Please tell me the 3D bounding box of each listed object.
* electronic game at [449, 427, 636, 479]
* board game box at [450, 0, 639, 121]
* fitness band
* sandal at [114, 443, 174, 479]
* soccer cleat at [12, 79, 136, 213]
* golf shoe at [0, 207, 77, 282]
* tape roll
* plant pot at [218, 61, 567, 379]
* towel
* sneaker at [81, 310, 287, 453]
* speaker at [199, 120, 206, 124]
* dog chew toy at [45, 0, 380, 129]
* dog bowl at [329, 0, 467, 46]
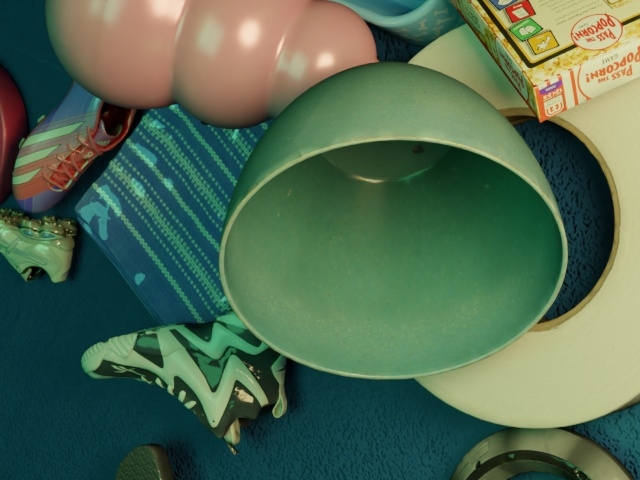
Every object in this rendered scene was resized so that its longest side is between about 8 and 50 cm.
[{"bbox_3d":[0.214,0.288,1.403,0.229,0.048,0.229,3,96,35],"label":"electronic game"},{"bbox_3d":[0.211,-0.204,1.295,0.146,0.045,0.193,-24,47,-3],"label":"board game box"},{"bbox_3d":[-0.482,-0.160,1.890,0.291,0.054,0.209,41,112,26],"label":"fitness band"},{"bbox_3d":[-0.177,0.352,1.696,0.097,0.054,0.254,-3,100,43],"label":"sandal"},{"bbox_3d":[-0.279,-0.118,1.719,0.248,0.083,0.095,-53,50,20],"label":"soccer cleat"},{"bbox_3d":[-0.373,0.007,1.808,0.176,0.069,0.086,11,105,36],"label":"golf shoe"},{"bbox_3d":[0.200,-0.019,1.384,0.392,0.072,0.392,2,93,35],"label":"tape roll"},{"bbox_3d":[0.061,-0.045,1.302,0.290,0.290,0.195,-37,34,31],"label":"plant pot"},{"bbox_3d":[-0.126,-0.066,1.640,0.243,0.040,0.336,51,119,22],"label":"towel"},{"bbox_3d":[-0.140,0.164,1.606,0.235,0.094,0.153,-12,89,9],"label":"sneaker"},{"bbox_3d":[-0.124,-0.196,1.584,0.055,0.055,0.136,-25,78,34],"label":"speaker"},{"bbox_3d":[-0.097,-0.203,1.450,0.332,0.206,0.207,21,105,10],"label":"dog chew toy"},{"bbox_3d":[0.040,-0.301,1.485,0.297,0.074,0.166,28,108,33],"label":"dog bowl"}]
